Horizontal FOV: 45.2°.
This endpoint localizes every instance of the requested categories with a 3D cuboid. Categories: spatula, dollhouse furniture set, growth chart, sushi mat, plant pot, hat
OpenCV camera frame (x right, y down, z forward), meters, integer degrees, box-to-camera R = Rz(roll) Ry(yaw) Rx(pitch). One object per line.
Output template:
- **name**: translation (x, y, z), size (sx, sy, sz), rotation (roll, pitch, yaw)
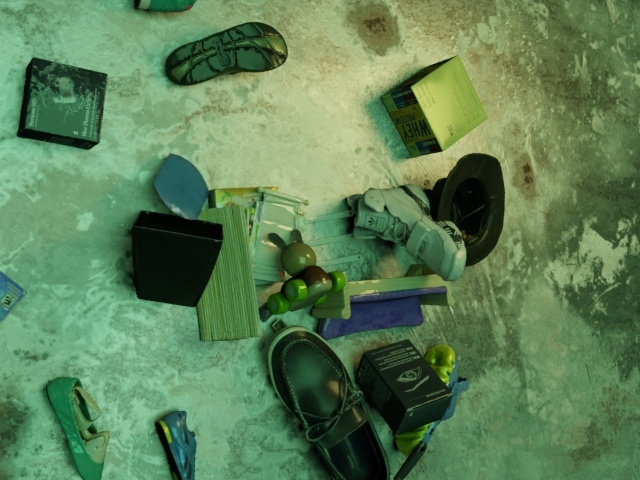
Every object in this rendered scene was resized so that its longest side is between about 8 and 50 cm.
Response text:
- **spatula**: translation (0.000, 0.000, 1.986), size (0.242, 0.019, 0.168), rotation (-11, 92, -30)
- **dollhouse furniture set**: translation (-0.079, 0.192, 1.891), size (0.091, 0.081, 0.114), rotation (-41, 107, -26)
- **spatula**: translation (0.179, 0.639, 2.001), size (0.084, 0.030, 0.296), rotation (38, 96, -24)
- **growth chart**: translation (-0.123, -0.013, 1.857), size (0.172, 0.021, 0.237), rotation (21, 77, -30)
- **sushi mat**: translation (-0.228, 0.079, 1.792), size (0.152, 0.019, 0.316), rotation (-8, 91, 11)
- **plant pot**: translation (-0.322, 0.044, 1.687), size (0.188, 0.187, 0.166), rotation (11, 100, -10)
- **hat**: translation (0.383, -0.093, 2.147), size (0.331, 0.134, 0.331), rotation (-15, 115, -37)

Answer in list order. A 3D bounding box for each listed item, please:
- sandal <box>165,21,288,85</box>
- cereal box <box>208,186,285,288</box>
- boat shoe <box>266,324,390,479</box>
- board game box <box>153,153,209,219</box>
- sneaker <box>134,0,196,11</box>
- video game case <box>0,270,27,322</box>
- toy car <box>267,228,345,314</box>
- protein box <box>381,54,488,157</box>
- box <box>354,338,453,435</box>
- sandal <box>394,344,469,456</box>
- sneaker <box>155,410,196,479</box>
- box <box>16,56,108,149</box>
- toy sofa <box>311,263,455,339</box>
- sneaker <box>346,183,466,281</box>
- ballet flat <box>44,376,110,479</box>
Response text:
- **sandal**: translation (-0.226, -0.448, 1.848), size (0.303, 0.086, 0.120), rotation (-15, 101, -16)
- **cereal box**: translation (-0.177, -0.008, 1.865), size (0.173, 0.047, 0.240), rotation (-4, 90, -32)
- **boat shoe**: translation (0.033, 0.428, 1.890), size (0.187, 0.156, 0.500), rotation (-30, 103, -16)
- **board game box**: translation (-0.326, -0.116, 1.769), size (0.133, 0.033, 0.168), rotation (45, 37, -25)
- **sneaker**: translation (-0.315, -0.661, 1.775), size (0.179, 0.124, 0.295), rotation (10, 90, -25)
- **video game case**: translation (-0.765, 0.112, 1.503), size (0.269, 0.061, 0.244), rotation (44, 68, -21)
- **toy car**: translation (-0.059, 0.062, 1.833), size (0.155, 0.149, 0.188), rotation (-10, 70, -44)
- **protein box**: translation (0.317, -0.368, 2.127), size (0.201, 0.136, 0.199), rotation (-37, 106, -27)
- **box**: translation (0.210, 0.373, 1.972), size (0.153, 0.207, 0.108), rotation (-10, 135, -30)
- **sandal**: translation (0.315, 0.450, 2.091), size (0.138, 0.126, 0.317), rotation (40, 70, -27)
- **sneaker**: translation (-0.305, 0.489, 1.748), size (0.082, 0.069, 0.209), rotation (-20, 97, -34)
- **box**: translation (-0.548, -0.288, 1.637), size (0.158, 0.093, 0.155), rotation (8, 83, -29)
- **toy sofa**: translation (0.165, 0.156, 1.995), size (0.363, 0.150, 0.177), rotation (-3, 88, -32)
- **sneaker**: translation (0.208, -0.019, 1.956), size (0.210, 0.365, 0.137), rotation (-2, 127, -23)
- **ballet flat**: translation (-0.496, 0.399, 1.621), size (0.087, 0.083, 0.247), rotation (-20, 97, 11)
